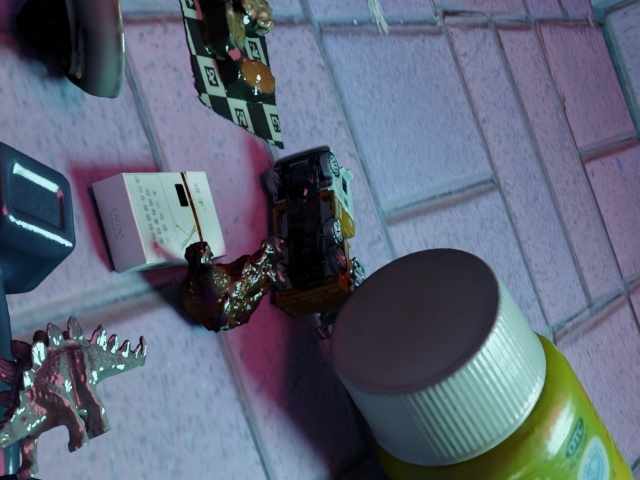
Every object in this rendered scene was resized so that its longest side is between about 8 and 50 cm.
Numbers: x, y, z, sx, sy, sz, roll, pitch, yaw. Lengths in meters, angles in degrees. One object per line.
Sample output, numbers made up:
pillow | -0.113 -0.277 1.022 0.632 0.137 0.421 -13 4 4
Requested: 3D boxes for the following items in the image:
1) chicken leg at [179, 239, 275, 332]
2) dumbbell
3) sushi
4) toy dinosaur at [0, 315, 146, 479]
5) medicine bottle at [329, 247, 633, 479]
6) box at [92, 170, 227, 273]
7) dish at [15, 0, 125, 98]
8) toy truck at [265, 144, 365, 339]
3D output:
chicken leg | -0.089 0.039 1.593 0.053 0.093 0.205 36 13 11
dumbbell | -0.231 0.094 1.155 0.144 0.156 0.316 6 62 -31
sushi | -0.088 -0.251 1.859 0.192 0.043 0.279 28 47 -57
toy dinosaur | -0.155 0.089 1.099 0.082 0.039 0.209 67 23 -1
medicine bottle | 0.172 0.197 1.800 0.224 0.224 0.384 -85 152 -44
box | -0.143 -0.017 1.560 0.154 0.040 0.084 -7 77 -65
dish | -0.222 -0.187 1.487 0.141 0.078 0.141 170 -90 -73
toy truck | 0.001 0.000 1.814 0.115 0.080 0.177 48 33 -51
